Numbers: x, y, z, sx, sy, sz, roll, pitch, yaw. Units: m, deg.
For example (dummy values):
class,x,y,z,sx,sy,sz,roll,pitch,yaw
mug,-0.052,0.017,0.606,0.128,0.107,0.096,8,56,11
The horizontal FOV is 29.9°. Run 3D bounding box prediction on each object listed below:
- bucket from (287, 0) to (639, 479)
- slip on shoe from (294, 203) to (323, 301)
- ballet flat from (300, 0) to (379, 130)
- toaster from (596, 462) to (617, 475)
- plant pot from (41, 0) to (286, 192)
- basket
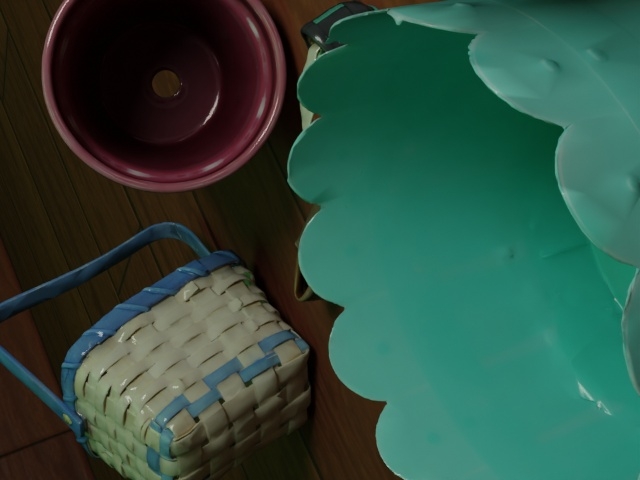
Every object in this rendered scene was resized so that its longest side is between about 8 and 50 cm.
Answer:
class,x,y,z,sx,sy,sz,roll,pitch,yaw
bucket,0.125,0.002,0.573,0.281,0.183,0.281,45,145,45
slip on shoe,0.000,0.000,1.025,0.051,0.041,0.135,55,151,35
ballet flat,0.021,-0.074,0.891,0.074,0.074,0.203,28,132,58
toaster,0.181,0.201,0.686,0.168,0.110,0.186,-4,103,67
plant pot,-0.141,-0.143,1.067,0.180,0.201,0.201,-155,49,-80
basket,-0.169,0.113,1.217,0.289,0.254,0.201,44,148,28
